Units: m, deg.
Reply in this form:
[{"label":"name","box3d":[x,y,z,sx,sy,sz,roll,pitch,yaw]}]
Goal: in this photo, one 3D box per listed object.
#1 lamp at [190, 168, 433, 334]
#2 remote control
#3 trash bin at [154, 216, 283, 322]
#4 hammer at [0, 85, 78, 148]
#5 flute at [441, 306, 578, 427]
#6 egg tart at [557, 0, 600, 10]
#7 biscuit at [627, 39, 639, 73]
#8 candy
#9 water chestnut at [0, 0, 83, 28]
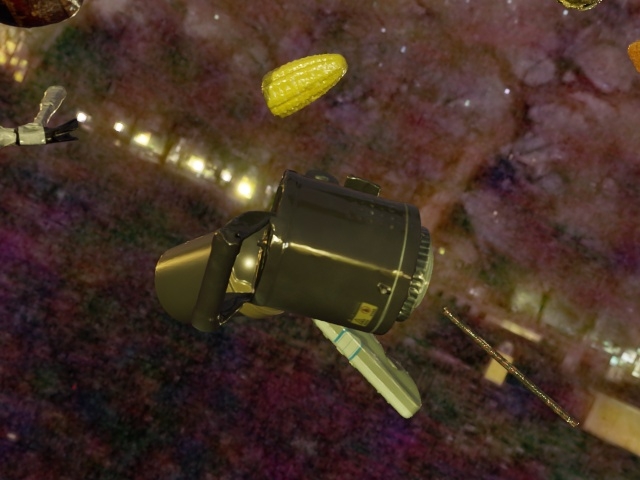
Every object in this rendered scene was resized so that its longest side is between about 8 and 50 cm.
[{"label":"lamp","box3d":[0.025,0.026,1.117,0.272,0.205,0.374,25,33,9]},{"label":"remote control","box3d":[0.060,0.175,1.352,0.335,0.065,0.128,49,-2,-20]},{"label":"trash bin","box3d":[-0.170,0.061,1.573,0.334,0.214,0.214,-12,-24,39]},{"label":"hammer","box3d":[-0.546,-0.252,1.495,0.152,0.044,0.427,-6,23,-13]},{"label":"flute","box3d":[0.288,0.193,1.165,0.269,0.014,0.014,41,2,2]},{"label":"egg tart","box3d":[0.524,-0.527,1.434,0.213,0.212,0.090,24,24,-40]},{"label":"biscuit","box3d":[0.630,-0.257,1.233,0.280,0.183,0.043,33,43,27]},{"label":"candy","box3d":[-0.031,-0.354,1.684,0.106,0.199,0.094,50,26,-41]},{"label":"water chestnut","box3d":[-0.448,-0.450,1.196,0.223,0.238,0.223,158,-90,-88]}]
